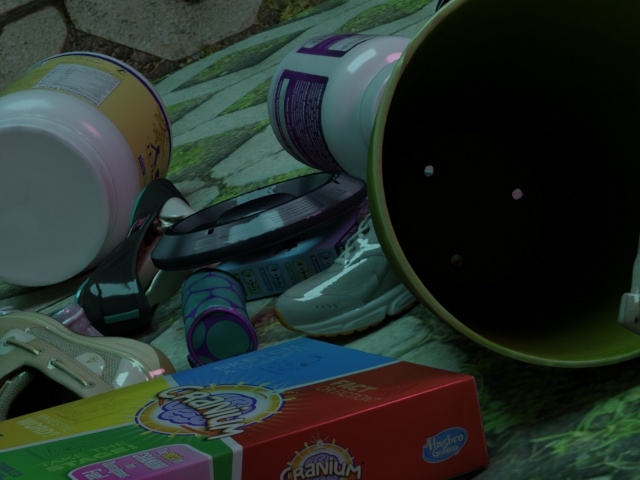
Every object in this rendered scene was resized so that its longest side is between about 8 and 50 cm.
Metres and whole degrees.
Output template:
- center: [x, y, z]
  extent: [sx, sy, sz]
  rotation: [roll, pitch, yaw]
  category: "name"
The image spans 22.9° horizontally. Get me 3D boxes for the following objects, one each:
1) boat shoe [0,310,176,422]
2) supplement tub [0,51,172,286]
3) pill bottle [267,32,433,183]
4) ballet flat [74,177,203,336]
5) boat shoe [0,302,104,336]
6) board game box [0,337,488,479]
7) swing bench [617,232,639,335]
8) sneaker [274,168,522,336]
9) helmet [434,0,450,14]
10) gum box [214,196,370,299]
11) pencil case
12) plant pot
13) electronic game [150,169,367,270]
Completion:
- center: [-0.255, 0.131, 1.390]
  extent: [0.302, 0.109, 0.098]
  rotation: [5, 19, 42]
  category: "boat shoe"
- center: [-0.331, -0.094, 2.021]
  extent: [0.241, 0.241, 0.331]
  rotation: [-20, 17, 13]
  category: "supplement tub"
- center: [0.061, -0.147, 1.780]
  extent: [0.169, 0.169, 0.301]
  rotation: [-27, 16, -14]
  category: "pill bottle"
- center: [-0.175, 0.019, 1.733]
  extent: [0.096, 0.095, 0.280]
  rotation: [-7, 31, 20]
  category: "ballet flat"
- center: [-0.301, 0.106, 1.580]
  extent: [0.118, 0.103, 0.320]
  rotation: [-32, 18, -28]
  category: "boat shoe"
- center: [-0.085, 0.146, 1.074]
  extent: [0.316, 0.064, 0.242]
  rotation: [-14, 10, -28]
  category: "board game box"
- center: [0.326, -0.055, 0.901]
  extent: [0.165, 0.253, 0.254]
  rotation: [21, -15, -35]
  category: "swing bench"
- center: [0.067, -0.010, 1.410]
  extent: [0.262, 0.121, 0.099]
  rotation: [-27, 15, -11]
  category: "sneaker"
- center: [0.231, -0.281, 1.990]
  extent: [0.169, 0.169, 0.161]
  rotation: [-31, 33, -25]
  category: "helmet"
- center: [0.000, 0.000, 1.616]
  extent: [0.184, 0.041, 0.157]
  rotation: [-14, 18, 33]
  category: "gum box"
- center: [-0.095, 0.073, 1.457]
  extent: [0.064, 0.070, 0.152]
  rotation: [-21, 16, -1]
  category: "pencil case"
- center: [0.147, -0.042, 1.210]
  extent: [0.274, 0.275, 0.293]
  rotation: [-26, 0, -10]
  category: "plant pot"
- center: [-0.061, -0.018, 1.591]
  extent: [0.229, 0.048, 0.229]
  rotation: [-18, 9, 3]
  category: "electronic game"
